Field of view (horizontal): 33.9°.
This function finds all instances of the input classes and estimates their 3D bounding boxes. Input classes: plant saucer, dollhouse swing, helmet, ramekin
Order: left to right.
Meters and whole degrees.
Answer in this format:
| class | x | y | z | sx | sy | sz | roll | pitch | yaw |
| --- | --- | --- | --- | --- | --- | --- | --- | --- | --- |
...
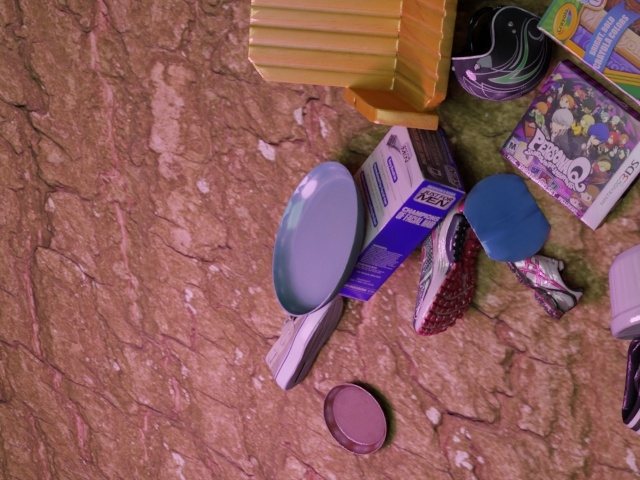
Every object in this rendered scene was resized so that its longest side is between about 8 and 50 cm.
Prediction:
| class | x | y | z | sx | sy | sz | roll | pitch | yaw |
| --- | --- | --- | --- | --- | --- | --- | --- | --- | --- |
| plant saucer | 0.000 | 0.000 | 2.091 | 0.317 | 0.044 | 0.317 | -35 | 47 | 48 |
| dollhouse swing | 0.047 | -0.405 | 1.904 | 0.315 | 0.305 | 0.346 | -124 | 37 | -65 |
| plant saucer | 0.081 | 0.392 | 2.329 | 0.168 | 0.029 | 0.168 | 13 | 112 | 33 |
| helmet | 0.316 | -0.323 | 1.837 | 0.169 | 0.169 | 0.161 | 24 | 97 | 29 |
| ramekin | 0.595 | 0.070 | 1.706 | 0.273 | 0.273 | 0.127 | -24 | 68 | 39 |

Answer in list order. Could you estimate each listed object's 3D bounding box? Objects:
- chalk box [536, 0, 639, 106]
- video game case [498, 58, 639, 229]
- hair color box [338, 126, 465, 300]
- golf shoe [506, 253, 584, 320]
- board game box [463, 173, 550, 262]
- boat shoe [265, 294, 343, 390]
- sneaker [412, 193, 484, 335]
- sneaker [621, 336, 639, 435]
| class | x | y | z | sx | sy | sz | roll | pitch | yaw |
| --- | --- | --- | --- | --- | --- | --- | --- | --- | --- |
| chalk box | 0.487 | -0.378 | 1.689 | 0.289 | 0.180 | 0.179 | 43 | 125 | 16 |
| video game case | 0.462 | -0.169 | 1.861 | 0.232 | 0.042 | 0.210 | 43 | 124 | 18 |
| hair color box | 0.126 | -0.059 | 2.053 | 0.339 | 0.110 | 0.185 | -52 | 35 | 37 |
| golf shoe | 0.411 | 0.058 | 1.967 | 0.086 | 0.067 | 0.186 | -42 | 71 | 5 |
| board game box | 0.343 | -0.038 | 1.963 | 0.168 | 0.133 | 0.033 | 60 | 169 | 6 |
| boat shoe | -0.047 | 0.211 | 2.319 | 0.094 | 0.109 | 0.302 | 44 | 128 | 20 |
| sneaker | 0.241 | 0.046 | 2.054 | 0.112 | 0.121 | 0.299 | 29 | 110 | 44 |
| sneaker | 0.662 | 0.208 | 1.682 | 0.257 | 0.169 | 0.447 | 25 | 129 | -17 |
